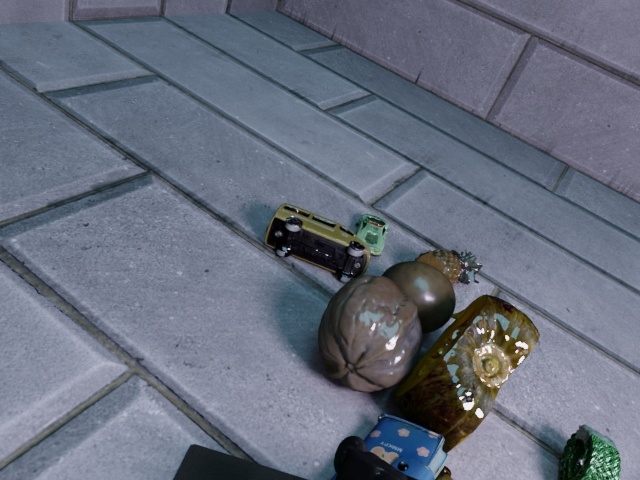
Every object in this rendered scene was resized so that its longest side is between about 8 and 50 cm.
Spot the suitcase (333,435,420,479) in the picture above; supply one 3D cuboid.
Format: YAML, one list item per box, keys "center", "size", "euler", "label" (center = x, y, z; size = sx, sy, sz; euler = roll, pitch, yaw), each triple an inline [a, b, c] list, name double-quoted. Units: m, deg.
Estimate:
- center: [0.190, 0.391, 0.590]
  size: [0.345, 0.339, 0.188]
  euler: [36, 69, -30]
  label: "suitcase"

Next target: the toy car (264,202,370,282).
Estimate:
- center: [0.000, 0.000, 1.282]
  size: [0.257, 0.101, 0.124]
  euler: [22, 31, 1]
  label: "toy car"

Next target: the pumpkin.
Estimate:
- center: [0.270, 0.250, 1.009]
  size: [0.139, 0.221, 0.317]
  euler: [41, 61, 7]
  label: "pumpkin"

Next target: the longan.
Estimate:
- center: [0.209, 0.127, 1.190]
  size: [0.185, 0.159, 0.204]
  euler: [24, -8, -26]
  label: "longan"

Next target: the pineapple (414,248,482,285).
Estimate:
- center: [0.344, 0.076, 1.381]
  size: [0.251, 0.125, 0.125]
  euler: [-5, 42, -49]
  label: "pineapple"

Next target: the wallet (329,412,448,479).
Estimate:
- center: [0.109, 0.372, 0.844]
  size: [0.141, 0.059, 0.202]
  euler: [13, 27, 33]
  label: "wallet"

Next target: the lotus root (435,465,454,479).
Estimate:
- center: [0.182, 0.427, 0.841]
  size: [0.072, 0.063, 0.152]
  euler: [3, 25, 34]
  label: "lotus root"

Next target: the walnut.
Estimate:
- center: [0.099, 0.178, 1.016]
  size: [0.225, 0.224, 0.224]
  euler: [15, 35, -11]
  label: "walnut"

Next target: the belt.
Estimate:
- center: [0.508, 0.422, 0.977]
  size: [0.079, 0.121, 0.151]
  euler: [26, 30, 9]
  label: "belt"

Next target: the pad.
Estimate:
- center: [-0.117, 0.384, 0.763]
  size: [0.212, 0.003, 0.143]
  euler: [17, 34, 5]
  label: "pad"

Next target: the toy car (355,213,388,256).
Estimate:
- center: [0.139, -0.025, 1.430]
  size: [0.094, 0.058, 0.186]
  euler: [21, 35, 2]
  label: "toy car"
